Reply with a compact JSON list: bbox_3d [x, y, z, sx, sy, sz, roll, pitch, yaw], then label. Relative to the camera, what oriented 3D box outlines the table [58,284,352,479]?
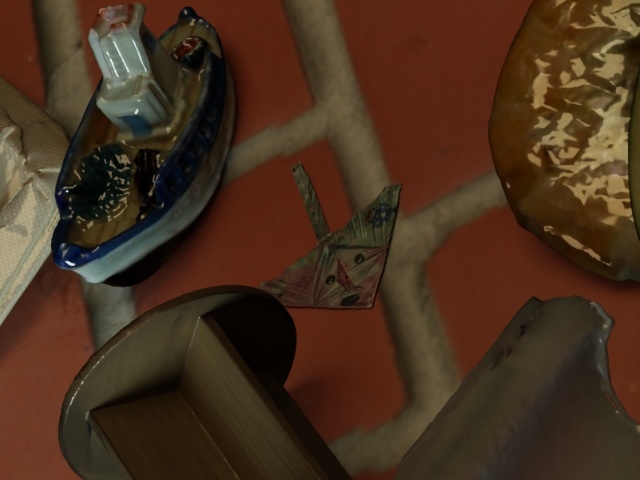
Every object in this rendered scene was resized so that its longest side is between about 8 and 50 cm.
[{"bbox_3d":[-0.033,0.162,1.116,0.167,0.167,0.226,-41,54,2],"label":"table"}]

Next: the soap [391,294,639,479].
[{"bbox_3d":[0.061,0.216,0.970,0.159,0.258,0.302,38,57,8],"label":"soap"}]

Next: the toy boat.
[{"bbox_3d":[-0.138,-0.081,1.374,0.114,0.115,0.262,-7,56,31],"label":"toy boat"}]

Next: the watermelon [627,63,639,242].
[{"bbox_3d":[0.270,-0.036,1.052,0.145,0.193,0.137,-16,10,-25],"label":"watermelon"}]

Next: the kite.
[{"bbox_3d":[0.000,0.000,1.300,0.137,0.005,0.152,-39,45,4],"label":"kite"}]

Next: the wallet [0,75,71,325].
[{"bbox_3d":[-0.320,-0.010,1.480,0.275,0.068,0.335,-50,44,-4],"label":"wallet"}]

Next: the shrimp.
[{"bbox_3d":[0.283,-0.168,1.165,0.272,0.085,0.445,28,83,33],"label":"shrimp"}]
